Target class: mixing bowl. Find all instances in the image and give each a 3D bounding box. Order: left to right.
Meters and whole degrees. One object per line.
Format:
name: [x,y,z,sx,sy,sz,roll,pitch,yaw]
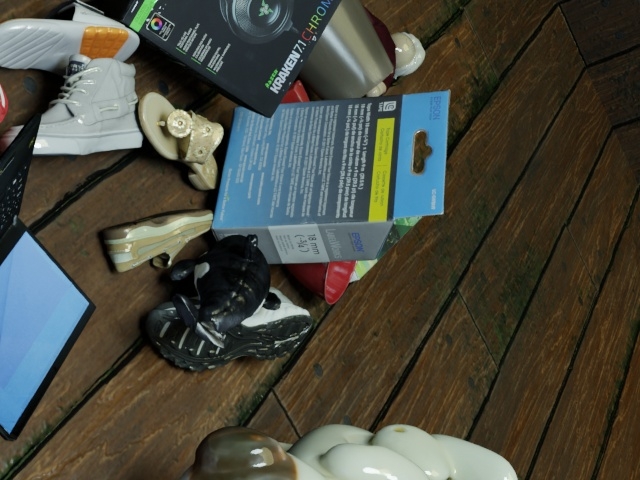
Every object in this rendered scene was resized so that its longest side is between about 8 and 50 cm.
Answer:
mixing bowl: [0.000,0.000,1.843,0.181,0.098,0.181,18,90,-74]

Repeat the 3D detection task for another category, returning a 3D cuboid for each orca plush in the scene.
orca plush: [-0.123,0.033,1.540,0.102,0.151,0.287,-69,167,17]

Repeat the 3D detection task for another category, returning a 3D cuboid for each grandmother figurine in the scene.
grandmother figurine: [0.086,-0.362,2.200,0.342,0.104,0.208,-2,85,-55]

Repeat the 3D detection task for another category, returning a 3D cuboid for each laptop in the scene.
laptop: [-0.329,0.042,1.305,0.136,0.264,0.234,25,42,-2]

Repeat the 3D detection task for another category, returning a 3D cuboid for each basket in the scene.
basket: [0.006,-0.341,1.962,0.204,0.154,0.227,-40,103,-19]

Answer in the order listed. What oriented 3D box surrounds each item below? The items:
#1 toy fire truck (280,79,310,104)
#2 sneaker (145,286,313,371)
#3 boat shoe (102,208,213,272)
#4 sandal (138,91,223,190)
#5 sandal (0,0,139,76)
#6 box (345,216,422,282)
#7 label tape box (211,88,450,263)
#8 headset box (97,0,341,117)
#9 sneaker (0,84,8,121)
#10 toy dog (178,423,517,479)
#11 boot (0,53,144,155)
toy fire truck: [-0.101,-0.274,1.910,0.192,0.047,0.135,59,33,-17]
sneaker: [-0.137,0.109,1.627,0.271,0.100,0.108,3,34,-48]
boat shoe: [-0.215,0.002,1.584,0.190,0.068,0.072,-17,101,-49]
sandal: [-0.168,-0.142,1.634,0.240,0.079,0.088,53,31,-63]
sandal: [-0.332,-0.267,1.497,0.076,0.102,0.265,58,24,14]
box: [0.062,-0.087,2.053,0.322,0.058,0.232,-41,108,-55]
label tape box: [0.026,-0.090,1.729,0.106,0.333,0.241,70,22,-51]
headset box: [-0.139,-0.353,1.657,0.283,0.131,0.246,32,89,-30]
sneaker: [-0.391,-0.104,1.333,0.128,0.087,0.221,-11,105,-76]
toy dog: [-0.007,0.331,1.434,0.395,0.285,0.408,38,17,32]
boot: [-0.312,-0.169,1.468,0.258,0.095,0.123,-21,109,-67]
